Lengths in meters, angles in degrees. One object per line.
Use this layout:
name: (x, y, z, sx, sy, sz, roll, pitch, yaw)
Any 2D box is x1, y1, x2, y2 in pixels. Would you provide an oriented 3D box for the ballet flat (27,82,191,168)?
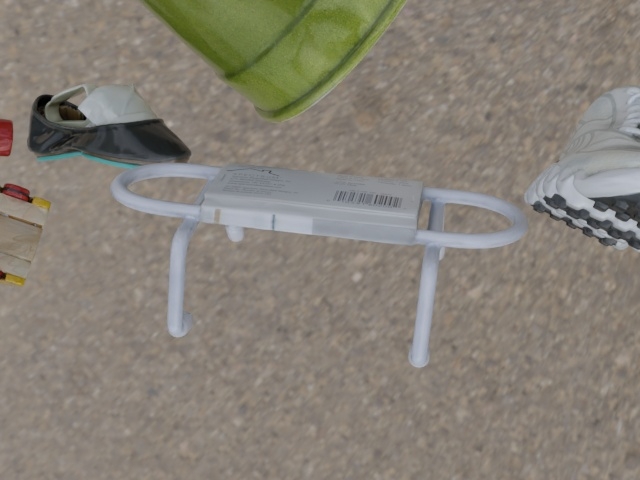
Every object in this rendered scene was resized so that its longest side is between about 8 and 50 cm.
ballet flat: (-0.259, -0.134, 1.563, 0.280, 0.095, 0.096, 7, 105, 43)

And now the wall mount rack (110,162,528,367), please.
wall mount rack: (0.000, 0.000, 1.178, 0.350, 0.304, 0.130, 7, 111, 5)

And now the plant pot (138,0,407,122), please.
plant pot: (-0.100, -0.367, 1.378, 0.353, 0.366, 0.366, 31, 119, -21)

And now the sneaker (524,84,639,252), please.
sneaker: (0.217, -0.057, 0.949, 0.110, 0.292, 0.118, 28, 94, -2)

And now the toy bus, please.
toy bus: (-0.374, -0.021, 1.335, 0.202, 0.191, 0.104, 65, 159, -5)
